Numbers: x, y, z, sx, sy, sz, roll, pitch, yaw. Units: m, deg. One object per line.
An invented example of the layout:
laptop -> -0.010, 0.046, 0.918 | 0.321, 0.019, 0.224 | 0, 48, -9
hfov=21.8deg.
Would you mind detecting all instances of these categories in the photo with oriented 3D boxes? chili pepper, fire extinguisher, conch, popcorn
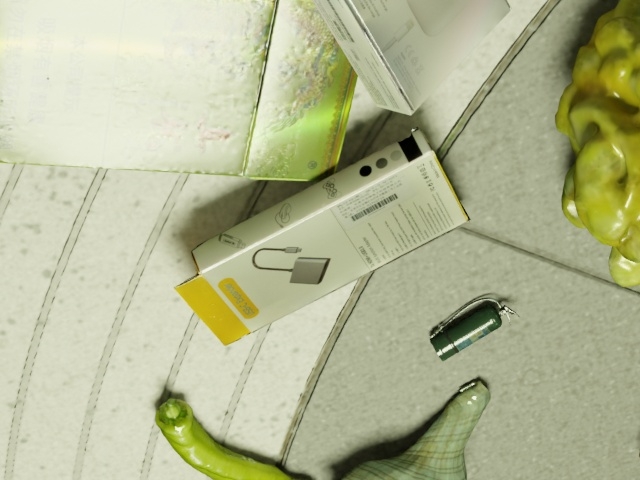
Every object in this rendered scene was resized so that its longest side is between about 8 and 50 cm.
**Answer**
chili pepper -> -0.089, 0.205, 1.563 | 0.208, 0.043, 0.049 | 38, 82, -36
fire extinguisher -> 0.141, 0.079, 1.543 | 0.083, 0.025, 0.038 | -30, 102, 7
conch -> 0.090, 0.260, 1.602 | 0.234, 0.114, 0.137 | -27, 139, -2
popcorn -> 0.313, -0.070, 1.351 | 0.235, 0.250, 0.241 | -21, 127, -10

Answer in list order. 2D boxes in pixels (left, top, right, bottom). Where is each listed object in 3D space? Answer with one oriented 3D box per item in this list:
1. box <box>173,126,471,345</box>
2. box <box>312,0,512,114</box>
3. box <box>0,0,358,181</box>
box -> 0.000, 0.000, 1.425 | 0.247, 0.033, 0.129 | -27, 147, 4
box -> 0.072, -0.190, 1.297 | 0.129, 0.051, 0.130 | -47, 128, -18
box -> -0.124, -0.136, 1.321 | 0.311, 0.043, 0.173 | 3, 122, -17
